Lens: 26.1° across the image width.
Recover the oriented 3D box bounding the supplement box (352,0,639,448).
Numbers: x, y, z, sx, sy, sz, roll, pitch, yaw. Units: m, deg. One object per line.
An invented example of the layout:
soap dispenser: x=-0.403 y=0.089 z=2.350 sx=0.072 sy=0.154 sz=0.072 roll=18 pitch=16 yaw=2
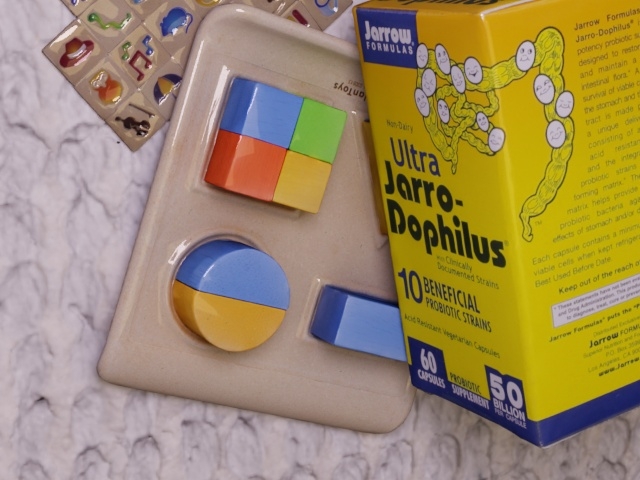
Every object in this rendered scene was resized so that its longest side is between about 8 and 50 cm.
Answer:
supplement box: x=0.180 y=-0.041 z=1.165 sx=0.195 sy=0.194 sz=0.356 roll=-18 pitch=108 yaw=-26

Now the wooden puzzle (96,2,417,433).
wooden puzzle: x=0.000 y=0.000 z=1.225 sx=0.322 sy=0.080 sz=0.348 roll=15 pitch=97 yaw=-31

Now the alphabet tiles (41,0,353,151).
alphabet tiles: x=-0.110 y=-0.197 z=1.166 sx=0.237 sy=0.009 sz=0.198 roll=-45 pitch=118 yaw=-8
